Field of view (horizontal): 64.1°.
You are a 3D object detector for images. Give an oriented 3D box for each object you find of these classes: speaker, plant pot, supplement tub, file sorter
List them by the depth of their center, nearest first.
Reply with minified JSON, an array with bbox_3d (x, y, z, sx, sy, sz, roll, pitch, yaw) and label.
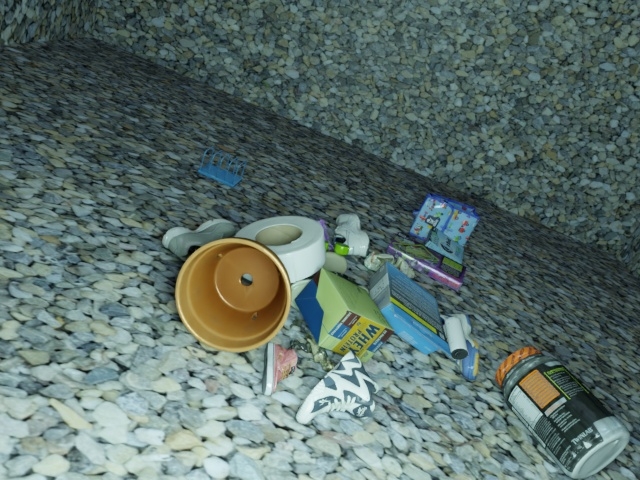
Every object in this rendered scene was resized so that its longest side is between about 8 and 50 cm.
[{"bbox_3d":[-0.214,0.125,1.361,0.290,0.291,0.203,23,8,-1],"label":"plant pot"},{"bbox_3d":[0.676,0.480,1.467,0.207,0.207,0.338,7,30,-31],"label":"supplement tub"},{"bbox_3d":[0.424,0.306,1.598,0.055,0.055,0.136,19,35,-10],"label":"speaker"},{"bbox_3d":[-0.425,-0.325,2.235,0.170,0.105,0.118,24,25,1],"label":"file sorter"}]

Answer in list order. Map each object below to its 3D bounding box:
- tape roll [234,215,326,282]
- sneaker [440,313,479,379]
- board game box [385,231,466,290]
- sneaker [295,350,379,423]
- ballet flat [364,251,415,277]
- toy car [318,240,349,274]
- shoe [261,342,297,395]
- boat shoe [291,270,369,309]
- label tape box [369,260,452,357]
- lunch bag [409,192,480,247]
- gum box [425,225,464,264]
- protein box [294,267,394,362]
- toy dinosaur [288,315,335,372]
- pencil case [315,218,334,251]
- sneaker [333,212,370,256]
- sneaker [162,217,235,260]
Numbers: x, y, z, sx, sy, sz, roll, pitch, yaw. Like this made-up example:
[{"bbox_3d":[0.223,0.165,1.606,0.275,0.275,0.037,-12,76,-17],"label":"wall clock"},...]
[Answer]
[{"bbox_3d":[-0.125,0.024,1.595,0.286,0.100,0.286,-4,27,2],"label":"tape roll"},{"bbox_3d":[0.438,0.347,1.680,0.130,0.112,0.296,4,24,2],"label":"sneaker"},{"bbox_3d":[0.470,0.088,2.258,0.346,0.056,0.208,28,21,11],"label":"board game box"},{"bbox_3d":[0.057,0.393,1.239,0.153,0.094,0.235,42,39,12],"label":"sneaker"},{"bbox_3d":[0.288,0.098,2.043,0.240,0.077,0.091,12,26,-25],"label":"ballet flat"},{"bbox_3d":[0.002,0.059,1.806,0.148,0.155,0.188,11,14,-19],"label":"toy car"},{"bbox_3d":[-0.100,0.323,1.280,0.081,0.064,0.178,13,22,-10],"label":"shoe"},{"bbox_3d":[0.007,0.150,1.640,0.340,0.127,0.113,3,31,-40],"label":"boat shoe"},{"bbox_3d":[0.278,0.242,1.645,0.240,0.106,0.334,37,23,-13],"label":"label tape box"},{"bbox_3d":[0.588,-0.095,2.508,0.293,0.221,0.138,20,25,-7],"label":"lunch bag"},{"bbox_3d":[0.586,0.031,2.408,0.184,0.041,0.157,36,34,-2],"label":"gum box"},{"bbox_3d":[0.067,0.218,1.482,0.201,0.136,0.200,29,17,-38],"label":"protein box"},{"bbox_3d":[-0.032,0.277,1.435,0.118,0.064,0.268,27,20,-27],"label":"toy dinosaur"},{"bbox_3d":[0.000,0.000,1.977,0.086,0.088,0.206,16,25,-21],"label":"pencil case"},{"bbox_3d":[0.108,-0.033,2.120,0.129,0.111,0.297,-1,26,-14],"label":"sneaker"},{"bbox_3d":[-0.371,0.010,1.651,0.262,0.099,0.121,-17,54,-44],"label":"sneaker"}]
